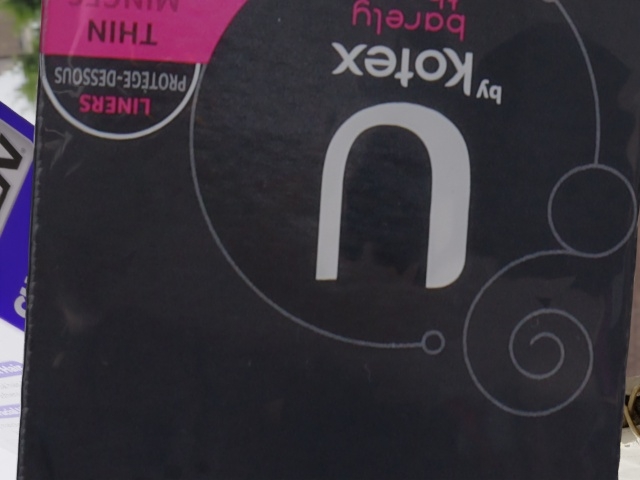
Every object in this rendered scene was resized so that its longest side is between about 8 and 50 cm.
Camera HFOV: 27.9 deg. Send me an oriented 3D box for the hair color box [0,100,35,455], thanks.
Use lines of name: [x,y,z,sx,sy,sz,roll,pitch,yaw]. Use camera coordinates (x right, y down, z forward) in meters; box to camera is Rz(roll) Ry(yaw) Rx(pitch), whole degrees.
hair color box: [-0.138,0.057,0.734,0.185,0.339,0.110,-11,-126,42]

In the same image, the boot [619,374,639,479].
boot: [0.230,0.133,0.995,0.203,0.095,0.262,8,156,9]

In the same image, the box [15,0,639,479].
box: [0.000,0.000,0.400,0.165,0.270,0.143,3,-177,-4]
